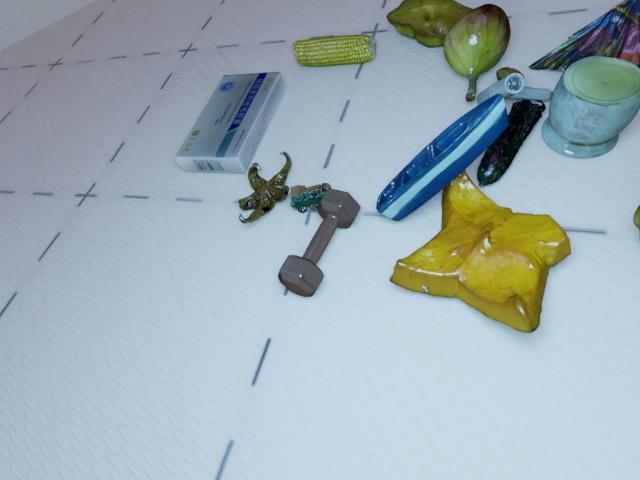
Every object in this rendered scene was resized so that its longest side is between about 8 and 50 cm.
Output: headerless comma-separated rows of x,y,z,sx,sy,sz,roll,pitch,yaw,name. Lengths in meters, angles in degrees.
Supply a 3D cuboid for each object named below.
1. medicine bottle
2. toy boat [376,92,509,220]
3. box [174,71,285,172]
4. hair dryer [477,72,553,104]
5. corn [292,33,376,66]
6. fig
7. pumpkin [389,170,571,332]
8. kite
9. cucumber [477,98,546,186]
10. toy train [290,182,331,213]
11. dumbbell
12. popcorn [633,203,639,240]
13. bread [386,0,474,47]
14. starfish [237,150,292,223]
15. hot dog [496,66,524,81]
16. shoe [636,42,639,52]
0.525,-0.255,0.793,0.147,0.143,0.147,-6,59,10,medicine bottle
0.226,-0.147,0.767,0.299,0.062,0.096,-43,14,33,toy boat
-0.244,-0.336,1.145,0.200,0.065,0.343,5,58,21,box
0.459,-0.324,0.887,0.183,0.155,0.044,0,99,2,hair dryer
0.039,-0.556,1.198,0.248,0.081,0.081,4,58,19,corn
0.357,-0.451,0.984,0.143,0.160,0.230,40,73,-11,fig
0.289,0.002,0.722,0.258,0.095,0.290,20,61,34,pumpkin
0.635,-0.418,0.883,0.321,0.016,0.234,31,101,41,kite
0.393,-0.210,0.853,0.067,0.067,0.245,25,65,30,cucumber
-0.019,-0.103,0.929,0.103,0.044,0.064,-14,43,9,toy train
0.000,0.000,0.823,0.092,0.082,0.231,18,63,26,dumbbell
0.611,-0.010,0.551,0.297,0.281,0.315,-4,79,59,popcorn
0.316,-0.614,1.148,0.233,0.088,0.161,37,78,31,bread
-0.126,-0.112,0.940,0.146,0.074,0.190,-6,53,27,starfish
0.438,-0.383,0.955,0.044,0.028,0.137,-14,28,13,hot dog
0.747,-0.458,0.902,0.227,0.099,0.112,-48,22,6,shoe
